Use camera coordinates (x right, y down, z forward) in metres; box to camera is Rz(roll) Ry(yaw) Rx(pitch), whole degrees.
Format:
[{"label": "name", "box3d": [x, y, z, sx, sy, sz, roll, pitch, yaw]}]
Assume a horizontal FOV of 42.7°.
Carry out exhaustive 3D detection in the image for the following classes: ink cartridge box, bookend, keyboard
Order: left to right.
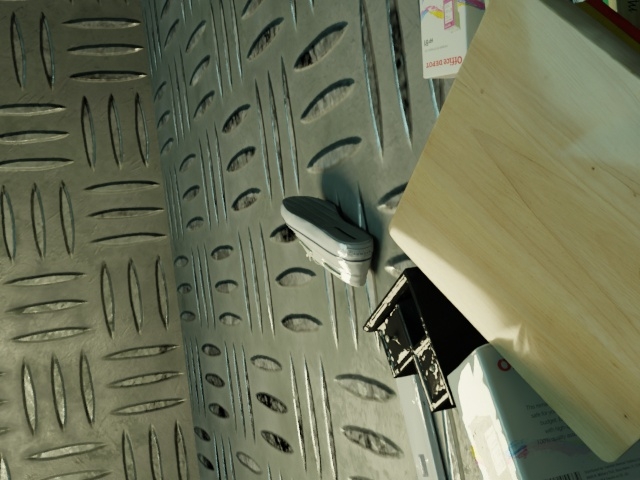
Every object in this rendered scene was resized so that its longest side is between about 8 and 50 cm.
[{"label": "keyboard", "box3d": [0.135, 0.282, 1.029, 0.072, 0.014, 0.256, 130, 131, -69]}, {"label": "bookend", "box3d": [0.124, 0.129, 0.922, 0.157, 0.072, 0.156, 118, 140, -57]}, {"label": "ink cartridge box", "box3d": [0.140, -0.223, 0.802, 0.088, 0.052, 0.122, -167, 70, -68]}, {"label": "ink cartridge box", "box3d": [0.197, 0.169, 0.669, 0.072, 0.127, 0.175, 116, 143, -59]}]

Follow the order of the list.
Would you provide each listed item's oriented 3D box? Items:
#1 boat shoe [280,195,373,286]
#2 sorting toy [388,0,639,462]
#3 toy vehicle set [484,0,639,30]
[{"label": "boat shoe", "box3d": [0.000, 0.000, 1.189, 0.226, 0.083, 0.075, -137, 46, -59]}, {"label": "sorting toy", "box3d": [0.197, -0.017, 0.587, 0.257, 0.089, 0.255, 48, 142, 24]}, {"label": "toy vehicle set", "box3d": [0.199, -0.200, 0.678, 0.166, 0.035, 0.267, 173, 91, -69]}]
